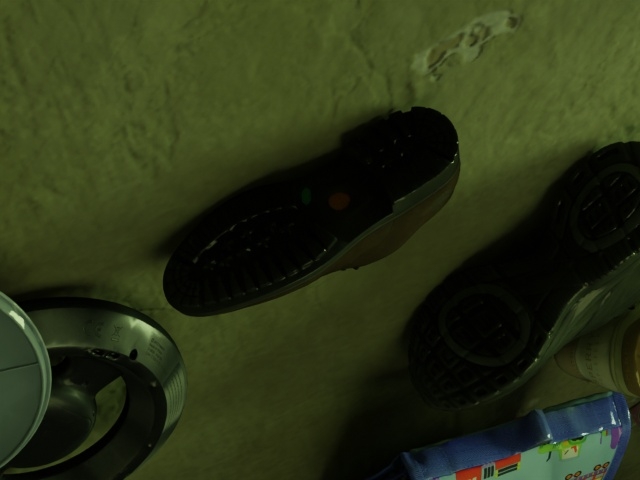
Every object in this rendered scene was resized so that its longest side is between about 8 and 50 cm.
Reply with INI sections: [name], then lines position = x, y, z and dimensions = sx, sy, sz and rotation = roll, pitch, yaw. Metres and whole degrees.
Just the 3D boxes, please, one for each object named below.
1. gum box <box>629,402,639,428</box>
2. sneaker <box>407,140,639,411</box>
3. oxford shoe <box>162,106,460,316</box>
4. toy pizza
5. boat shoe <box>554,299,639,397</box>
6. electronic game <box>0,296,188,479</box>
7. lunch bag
[gum box]
position = 0.394, 0.226, 1.777
dimensions = 0.062, 0.107, 0.188
rotation = -36, 146, 10
[sneaker]
position = 0.195, 0.045, 1.396
dimensions = 0.286, 0.109, 0.130
rotation = -40, 151, 20
[oxford shoe]
position = 0.000, 0.000, 1.207
dimensions = 0.227, 0.083, 0.096
rotation = -25, 151, -4
[toy pizza]
position = -0.278, 0.091, 1.132
dimensions = 0.201, 0.032, 0.201
rotation = -7, 127, -10
[boat shoe]
position = 0.320, 0.075, 1.536
dimensions = 0.302, 0.098, 0.109
rotation = -13, 102, -47
[electronic game]
position = -0.207, 0.125, 1.248
dimensions = 0.229, 0.048, 0.229
rotation = -14, 137, -13
[lunch bag]
position = 0.138, 0.232, 1.527
dimensions = 0.221, 0.138, 0.293
rotation = -11, 153, -25
